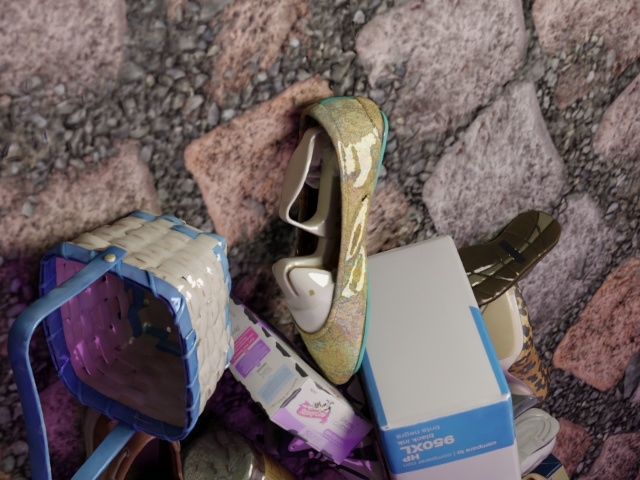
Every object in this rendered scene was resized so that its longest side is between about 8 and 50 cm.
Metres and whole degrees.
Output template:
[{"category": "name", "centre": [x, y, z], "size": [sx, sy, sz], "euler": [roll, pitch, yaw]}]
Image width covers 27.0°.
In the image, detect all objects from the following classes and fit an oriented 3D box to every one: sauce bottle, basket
[{"category": "sauce bottle", "centre": [-0.075, 0.355, 1.801], "size": [0.111, 0.111, 0.344], "euler": [-44, 147, -6]}, {"category": "basket", "centre": [-0.221, 0.121, 1.435], "size": [0.289, 0.201, 0.255], "euler": [-50, 149, -49]}]

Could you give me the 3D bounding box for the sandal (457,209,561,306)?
[{"category": "sandal", "centre": [0.249, 0.034, 1.889], "size": [0.219, 0.090, 0.060], "euler": [-36, 159, -24]}]

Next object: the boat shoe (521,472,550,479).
[{"category": "boat shoe", "centre": [0.294, 0.538, 2.141], "size": [0.110, 0.121, 0.341], "euler": [36, 72, -41]}]

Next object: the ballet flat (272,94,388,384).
[{"category": "ballet flat", "centre": [0.000, 0.000, 1.583], "size": [0.123, 0.123, 0.349], "euler": [-1, 102, -39]}]

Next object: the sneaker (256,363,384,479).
[{"category": "sneaker", "centre": [-0.006, 0.274, 1.811], "size": [0.153, 0.094, 0.235], "euler": [-17, 123, -4]}]

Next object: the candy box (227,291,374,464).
[{"category": "candy box", "centre": [-0.047, 0.168, 1.639], "size": [0.070, 0.196, 0.165], "euler": [-47, 137, 0]}]

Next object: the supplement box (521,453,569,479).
[{"category": "supplement box", "centre": [0.371, 0.407, 2.262], "size": [0.083, 0.056, 0.083], "euler": [-39, 136, -9]}]

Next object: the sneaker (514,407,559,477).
[{"category": "sneaker", "centre": [0.288, 0.364, 2.147], "size": [0.235, 0.090, 0.095], "euler": [-23, 141, -24]}]

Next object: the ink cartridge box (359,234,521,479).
[{"category": "ink cartridge box", "centre": [0.154, 0.239, 1.763], "size": [0.166, 0.285, 0.395], "euler": [-15, 134, 0]}]

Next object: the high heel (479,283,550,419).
[{"category": "high heel", "centre": [0.302, 0.148, 2.024], "size": [0.186, 0.093, 0.261], "euler": [-28, 126, -50]}]

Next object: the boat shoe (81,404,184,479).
[{"category": "boat shoe", "centre": [-0.227, 0.314, 1.650], "size": [0.123, 0.116, 0.324], "euler": [-24, 137, -24]}]
